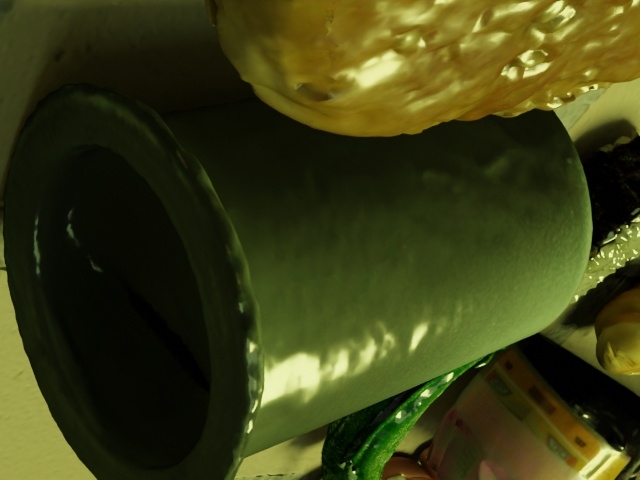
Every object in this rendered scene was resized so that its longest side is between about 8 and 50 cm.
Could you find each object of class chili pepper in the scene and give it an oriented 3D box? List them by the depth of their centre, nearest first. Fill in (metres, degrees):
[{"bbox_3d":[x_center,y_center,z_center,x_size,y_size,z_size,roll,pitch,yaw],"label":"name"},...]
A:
[{"bbox_3d":[0.063,0.141,1.409,0.122,0.065,0.279,18,121,-48],"label":"chili pepper"}]

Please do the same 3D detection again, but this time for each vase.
[{"bbox_3d":[0.000,0.000,0.984,0.291,0.245,0.245,-18,150,-34],"label":"vase"}]

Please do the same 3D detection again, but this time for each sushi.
[{"bbox_3d":[0.198,-0.011,1.283,0.150,0.078,0.090,-41,156,16],"label":"sushi"}]

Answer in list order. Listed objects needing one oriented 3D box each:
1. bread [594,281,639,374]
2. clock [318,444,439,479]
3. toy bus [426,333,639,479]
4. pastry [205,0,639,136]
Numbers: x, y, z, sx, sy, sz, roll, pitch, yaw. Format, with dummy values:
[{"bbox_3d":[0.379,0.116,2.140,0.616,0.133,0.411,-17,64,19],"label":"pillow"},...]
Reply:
[{"bbox_3d":[0.320,0.069,1.504,0.177,0.084,0.119,-9,169,-34],"label":"bread"},{"bbox_3d":[0.044,0.268,1.572,0.162,0.093,0.166,-7,145,-31],"label":"clock"},{"bbox_3d":[0.239,0.214,1.558,0.162,0.171,0.386,-50,148,6],"label":"toy bus"},{"bbox_3d":[0.082,-0.183,0.792,0.315,0.184,0.284,-15,154,-28],"label":"pastry"}]
